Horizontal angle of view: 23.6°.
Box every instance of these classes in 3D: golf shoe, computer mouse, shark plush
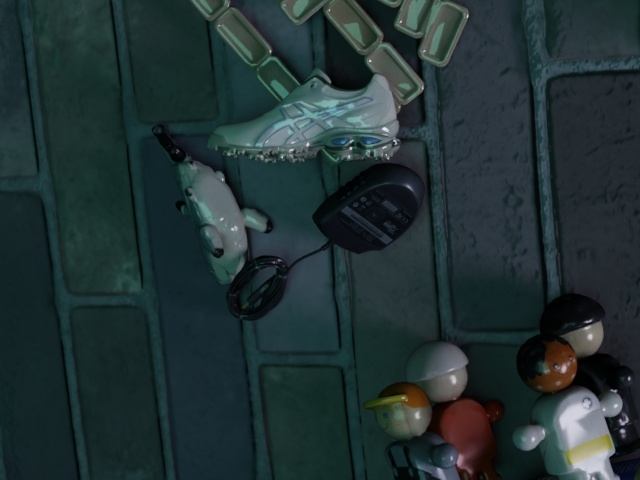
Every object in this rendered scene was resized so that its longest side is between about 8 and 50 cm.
[{"bbox_3d":[-0.016,-0.112,1.383,0.176,0.069,0.086,-2,91,9],"label":"golf shoe"},{"bbox_3d":[0.000,0.000,1.429,0.242,0.041,0.071,-34,125,27],"label":"computer mouse"},{"bbox_3d":[-0.122,-0.034,1.455,0.161,0.073,0.067,50,144,-3],"label":"shark plush"}]

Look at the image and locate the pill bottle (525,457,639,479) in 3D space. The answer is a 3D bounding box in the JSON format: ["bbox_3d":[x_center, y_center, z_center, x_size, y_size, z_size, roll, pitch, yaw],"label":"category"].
[{"bbox_3d":[0.233,0.263,1.349,0.219,0.123,0.123,-19,96,36],"label":"pill bottle"}]

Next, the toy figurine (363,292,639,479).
[{"bbox_3d":[0.158,0.145,1.312,0.213,0.209,0.148,-18,90,22],"label":"toy figurine"}]

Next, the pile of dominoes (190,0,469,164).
[{"bbox_3d":[0.005,-0.223,1.386,0.196,0.040,0.251,-38,96,22],"label":"pile of dominoes"}]
